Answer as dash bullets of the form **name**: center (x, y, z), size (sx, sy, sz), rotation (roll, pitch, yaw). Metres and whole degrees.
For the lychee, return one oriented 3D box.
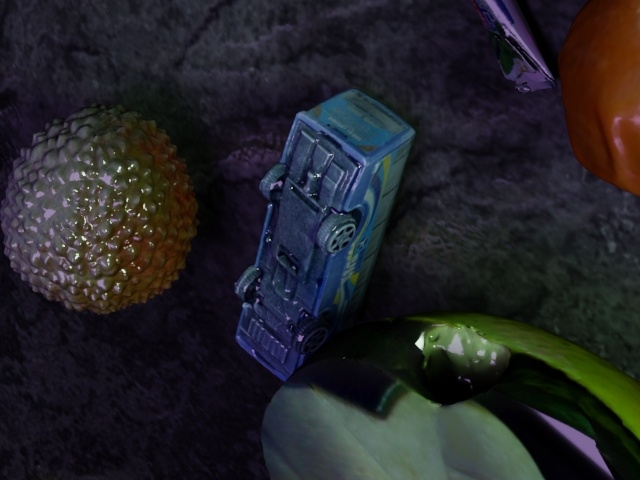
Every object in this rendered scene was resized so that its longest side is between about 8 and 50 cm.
- **lychee**: center (-0.180, -0.019, 1.500), size (0.165, 0.165, 0.197), rotation (39, 146, 20)

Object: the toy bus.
- **toy bus**: center (0.003, 0.001, 1.374), size (0.079, 0.094, 0.236), rotation (43, 139, 26)

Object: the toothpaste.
- **toothpaste**: center (0.104, -0.171, 1.195), size (0.045, 0.028, 0.170), rotation (-6, 116, 60)

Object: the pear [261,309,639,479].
- **pear**: center (0.154, 0.202, 1.299), size (0.399, 0.165, 0.398), rotation (27, 134, 32)

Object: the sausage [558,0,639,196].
- **sausage**: center (0.256, -0.066, 1.006), size (0.268, 0.153, 0.141), rotation (28, 102, 32)
